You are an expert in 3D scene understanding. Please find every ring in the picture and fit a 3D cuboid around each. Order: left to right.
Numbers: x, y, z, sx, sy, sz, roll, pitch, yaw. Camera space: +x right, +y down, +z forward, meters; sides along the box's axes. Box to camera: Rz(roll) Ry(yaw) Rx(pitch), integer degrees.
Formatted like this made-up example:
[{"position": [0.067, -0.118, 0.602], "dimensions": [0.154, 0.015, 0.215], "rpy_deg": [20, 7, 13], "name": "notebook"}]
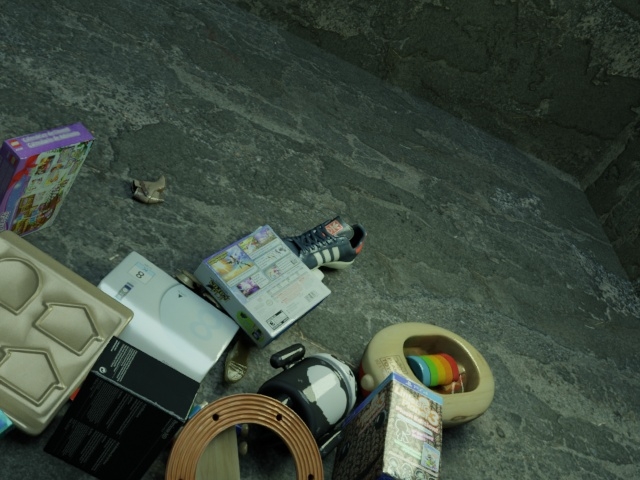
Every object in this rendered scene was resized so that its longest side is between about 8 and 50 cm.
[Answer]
[{"position": [-0.146, 0.471, 1.493], "dimensions": [0.336, 0.032, 0.337], "rpy_deg": [10, 69, -29], "name": "ring"}]

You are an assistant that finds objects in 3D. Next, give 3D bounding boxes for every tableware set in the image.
[{"position": [-0.288, 0.122, 1.846], "dimensions": [0.168, 0.020, 0.141], "rpy_deg": [39, -2, 5], "name": "tableware set"}]

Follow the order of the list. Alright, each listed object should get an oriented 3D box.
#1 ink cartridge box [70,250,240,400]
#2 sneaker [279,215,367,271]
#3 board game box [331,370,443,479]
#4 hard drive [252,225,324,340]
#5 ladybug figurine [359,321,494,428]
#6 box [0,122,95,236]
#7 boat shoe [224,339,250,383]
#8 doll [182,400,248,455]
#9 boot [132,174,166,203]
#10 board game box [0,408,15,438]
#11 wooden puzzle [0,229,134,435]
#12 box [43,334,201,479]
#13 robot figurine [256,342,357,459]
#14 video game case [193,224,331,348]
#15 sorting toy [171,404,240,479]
[{"position": [-0.384, 0.222, 1.636], "dimensions": [0.308, 0.091, 0.385], "rpy_deg": [36, 32, -3], "name": "ink cartridge box"}, {"position": [0.000, 0.000, 2.119], "dimensions": [0.131, 0.148, 0.350], "rpy_deg": [50, 29, 23], "name": "sneaker"}, {"position": [0.145, 0.482, 1.679], "dimensions": [0.141, 0.232, 0.291], "rpy_deg": [30, 33, -10], "name": "board game box"}, {"position": [-0.140, 0.102, 2.006], "dimensions": [0.233, 0.047, 0.353], "rpy_deg": [38, 27, 1], "name": "hard drive"}, {"position": [0.263, 0.366, 1.989], "dimensions": [0.449, 0.162, 0.305], "rpy_deg": [7, 44, -38], "name": "ladybug figurine"}, {"position": [-0.625, -0.115, 1.634], "dimensions": [0.057, 0.293, 0.201], "rpy_deg": [45, 34, 8], "name": "box"}, {"position": [-0.198, 0.289, 1.766], "dimensions": [0.050, 0.045, 0.135], "rpy_deg": [39, 29, -12], "name": "boat shoe"}, {"position": [-0.240, 0.397, 1.571], "dimensions": [0.189, 0.046, 0.129], "rpy_deg": [17, 66, -35], "name": "doll"}, {"position": [-0.463, -0.146, 2.049], "dimensions": [0.087, 0.042, 0.118], "rpy_deg": [16, 39, -25], "name": "boot"}, {"position": [-0.650, 0.289, 1.281], "dimensions": [0.210, 0.047, 0.160], "rpy_deg": [46, 61, 6], "name": "board game box"}, {"position": [-0.588, 0.177, 1.482], "dimensions": [0.322, 0.080, 0.348], "rpy_deg": [34, 44, -2], "name": "wooden puzzle"}, {"position": [-0.361, 0.322, 1.381], "dimensions": [0.184, 0.261, 0.103], "rpy_deg": [33, 34, -8], "name": "box"}, {"position": [-0.034, 0.361, 1.711], "dimensions": [0.173, 0.209, 0.278], "rpy_deg": [20, 24, 30], "name": "robot figurine"}, {"position": [-0.137, 0.106, 1.862], "dimensions": [0.244, 0.061, 0.269], "rpy_deg": [47, 37, 8], "name": "video game case"}, {"position": [-0.231, 0.440, 1.505], "dimensions": [0.132, 0.046, 0.275], "rpy_deg": [1, 75, -34], "name": "sorting toy"}]
